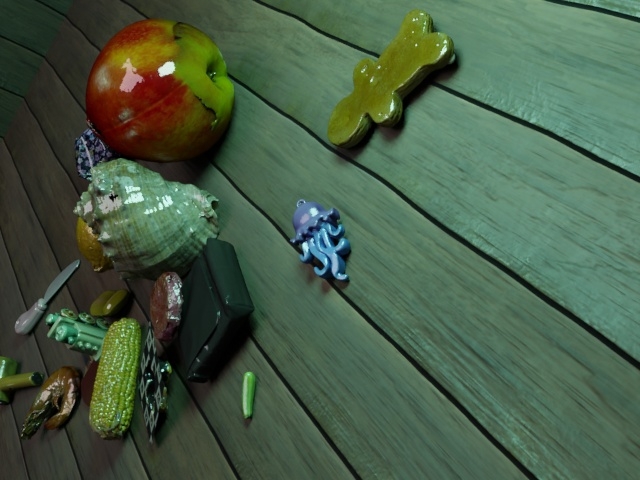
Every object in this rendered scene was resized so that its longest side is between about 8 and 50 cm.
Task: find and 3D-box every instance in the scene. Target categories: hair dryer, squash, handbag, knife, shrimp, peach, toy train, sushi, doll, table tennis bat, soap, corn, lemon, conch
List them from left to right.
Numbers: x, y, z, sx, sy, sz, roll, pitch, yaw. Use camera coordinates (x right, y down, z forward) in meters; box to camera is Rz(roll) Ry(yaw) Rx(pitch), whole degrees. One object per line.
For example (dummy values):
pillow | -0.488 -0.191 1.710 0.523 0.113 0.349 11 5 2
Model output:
hair dryer | -0.913 0.410 2.307 0.278 0.090 0.135 -14 58 39
knife | -0.832 0.167 2.379 0.336 0.043 0.081 -45 35 16
shrimp | -0.717 0.444 2.061 0.249 0.068 0.150 -49 46 14
toy train | -0.578 0.234 1.898 0.081 0.194 0.125 -57 44 7
table tennis bat | -0.586 0.338 1.992 0.130 0.019 0.220 -58 39 12
handbag | -0.639 -0.291 2.305 0.208 0.127 0.229 -41 43 20
soap | -0.544 0.163 1.999 0.140 0.045 0.089 -8 41 51
lemon | -0.529 -0.034 1.986 0.188 0.188 0.257 -6 62 49
corn | -0.478 0.317 1.807 0.106 0.106 0.293 -28 51 39
conch | -0.417 -0.038 1.770 0.352 0.210 0.297 3 103 30
peach | -0.392 -0.343 1.850 0.370 0.370 0.370 -27 52 40
sushi | -0.356 0.316 1.703 0.210 0.040 0.193 -120 41 -51
handbag | -0.229 0.145 1.623 0.223 0.080 0.247 -59 34 25
squash | -0.138 0.295 1.471 0.027 0.027 0.089 -17 62 45
doll | 0.000 0.000 1.435 0.110 0.067 0.206 -36 56 14

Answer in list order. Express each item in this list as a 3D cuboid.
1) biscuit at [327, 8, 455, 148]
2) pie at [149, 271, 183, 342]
biscuit | 0.122 -0.290 1.452 0.301 0.049 0.197 -46 37 24
pie | -0.336 0.143 1.684 0.153 0.038 0.153 -27 59 56
